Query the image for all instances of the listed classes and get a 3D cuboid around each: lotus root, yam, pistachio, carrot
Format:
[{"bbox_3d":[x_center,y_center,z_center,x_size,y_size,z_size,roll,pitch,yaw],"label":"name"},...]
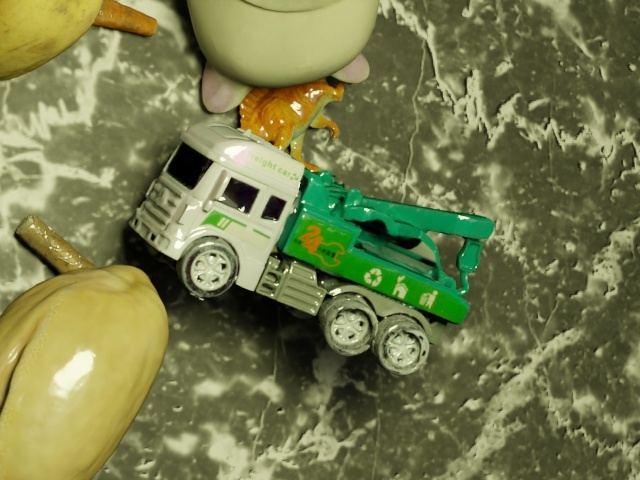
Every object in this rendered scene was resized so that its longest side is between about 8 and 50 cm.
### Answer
[{"bbox_3d":[-0.281,-0.238,1.781,0.183,0.310,0.183,17,66,-43],"label":"lotus root"},{"bbox_3d":[-0.240,0.029,1.944,0.145,0.032,0.032,42,63,-23],"label":"yam"},{"bbox_3d":[-0.247,0.138,1.851,0.293,0.162,0.181,-58,152,-28],"label":"pistachio"},{"bbox_3d":[-0.209,-0.228,1.994,0.093,0.032,0.032,12,78,-36],"label":"carrot"}]

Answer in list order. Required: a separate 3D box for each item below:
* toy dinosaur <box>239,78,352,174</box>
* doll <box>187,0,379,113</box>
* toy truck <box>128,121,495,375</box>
[{"bbox_3d":[-0.046,-0.137,2.083,0.212,0.057,0.142,-11,80,-36],"label":"toy dinosaur"},{"bbox_3d":[-0.030,-0.311,1.954,0.215,0.370,0.226,-17,64,-22],"label":"doll"},{"bbox_3d":[-0.005,0.006,1.996,0.363,0.176,0.178,20,96,-24],"label":"toy truck"}]
